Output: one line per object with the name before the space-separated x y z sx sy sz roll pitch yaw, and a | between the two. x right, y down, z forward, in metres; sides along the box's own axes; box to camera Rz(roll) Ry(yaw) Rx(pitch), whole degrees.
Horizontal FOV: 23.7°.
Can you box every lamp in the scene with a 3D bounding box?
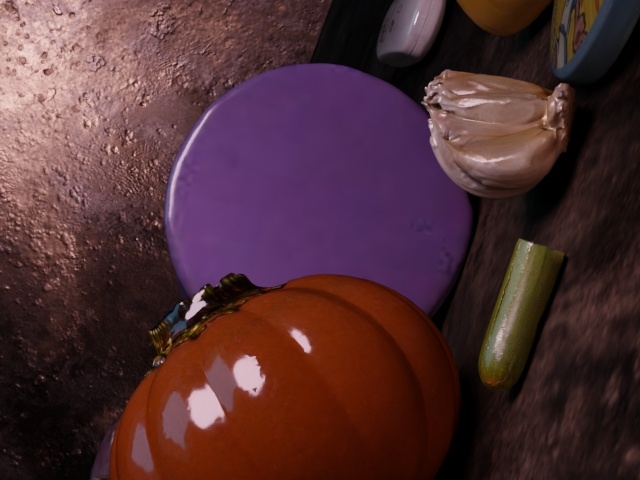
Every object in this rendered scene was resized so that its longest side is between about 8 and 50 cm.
lamp | -0.021 0.115 0.908 0.223 0.196 0.223 -35 -9 -6

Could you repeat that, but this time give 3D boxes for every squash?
squash | 0.107 0.042 0.827 0.027 0.027 0.083 -154 83 -83

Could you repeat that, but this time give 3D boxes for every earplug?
earplug | -0.025 0.013 1.264 0.456 0.215 0.215 127 162 -79

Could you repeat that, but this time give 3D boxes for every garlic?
garlic | 0.107 -0.063 0.908 0.113 0.094 0.074 -54 -40 -66

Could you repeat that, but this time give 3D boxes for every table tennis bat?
table tennis bat | 0.189 -0.240 0.850 0.215 0.044 0.329 -79 5 -60

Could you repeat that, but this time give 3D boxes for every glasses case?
glasses case | 0.093 -0.221 1.580 0.193 0.049 0.074 -152 82 -82

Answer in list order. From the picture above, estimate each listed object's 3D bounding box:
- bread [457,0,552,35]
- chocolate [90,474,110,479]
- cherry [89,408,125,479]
bread | 0.142 -0.227 1.066 0.173 0.085 0.134 130 159 -69
chocolate | -0.081 0.220 1.111 0.214 0.148 0.093 171 104 -65
cherry | -0.123 0.229 1.458 0.266 0.183 0.213 -49 25 27
